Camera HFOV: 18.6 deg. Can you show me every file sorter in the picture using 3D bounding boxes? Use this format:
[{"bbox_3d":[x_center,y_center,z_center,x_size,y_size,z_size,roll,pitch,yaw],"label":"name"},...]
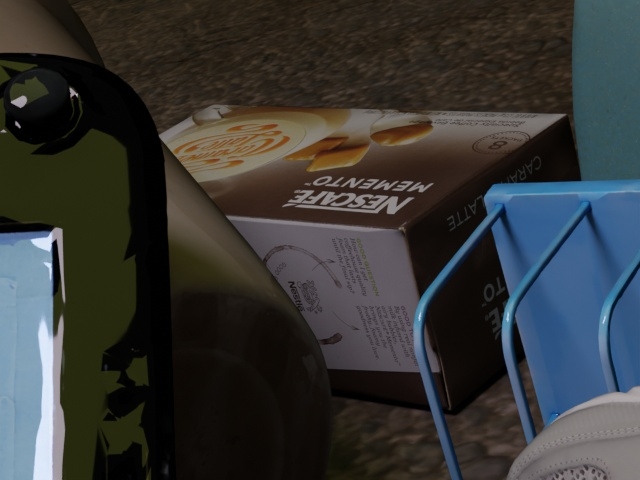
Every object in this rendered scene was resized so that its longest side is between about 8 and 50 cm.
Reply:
[{"bbox_3d":[0.137,0.050,0.763,0.170,0.118,0.104,-1,29,33],"label":"file sorter"}]

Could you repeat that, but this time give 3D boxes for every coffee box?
[{"bbox_3d":[0.000,0.000,0.998,0.246,0.098,0.141,6,30,43],"label":"coffee box"}]

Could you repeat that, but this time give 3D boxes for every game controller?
[{"bbox_3d":[-0.124,0.080,0.549,0.166,0.067,0.319,2,56,-10],"label":"game controller"}]

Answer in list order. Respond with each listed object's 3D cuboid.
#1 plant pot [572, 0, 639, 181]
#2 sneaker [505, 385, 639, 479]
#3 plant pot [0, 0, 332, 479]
[{"bbox_3d":[0.216,-0.082,0.874,0.165,0.234,0.165,-31,27,-34],"label":"plant pot"},{"bbox_3d":[0.126,0.127,0.595,0.115,0.105,0.281,-24,23,-20],"label":"sneaker"},{"bbox_3d":[-0.157,0.047,0.774,0.323,0.323,0.280,-29,42,-31],"label":"plant pot"}]
